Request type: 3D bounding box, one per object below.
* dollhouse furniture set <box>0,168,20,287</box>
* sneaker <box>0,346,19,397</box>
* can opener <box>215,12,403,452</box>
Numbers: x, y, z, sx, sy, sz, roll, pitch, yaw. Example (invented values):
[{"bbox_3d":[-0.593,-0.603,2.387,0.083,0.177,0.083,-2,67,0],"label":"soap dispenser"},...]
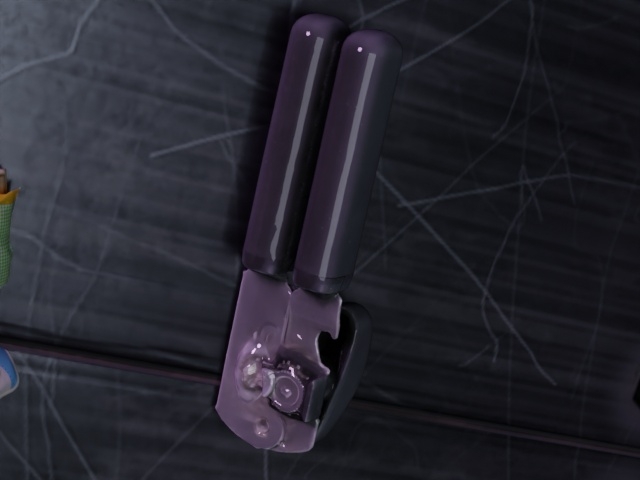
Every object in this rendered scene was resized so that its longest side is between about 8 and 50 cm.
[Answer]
[{"bbox_3d":[-0.236,0.004,0.965,0.152,0.058,0.076,-5,111,-26],"label":"dollhouse furniture set"},{"bbox_3d":[-0.246,0.158,1.003,0.092,0.087,0.228,14,104,-33],"label":"sneaker"},{"bbox_3d":[0.000,0.000,1.095,0.095,0.076,0.283,-11,117,-59],"label":"can opener"}]
